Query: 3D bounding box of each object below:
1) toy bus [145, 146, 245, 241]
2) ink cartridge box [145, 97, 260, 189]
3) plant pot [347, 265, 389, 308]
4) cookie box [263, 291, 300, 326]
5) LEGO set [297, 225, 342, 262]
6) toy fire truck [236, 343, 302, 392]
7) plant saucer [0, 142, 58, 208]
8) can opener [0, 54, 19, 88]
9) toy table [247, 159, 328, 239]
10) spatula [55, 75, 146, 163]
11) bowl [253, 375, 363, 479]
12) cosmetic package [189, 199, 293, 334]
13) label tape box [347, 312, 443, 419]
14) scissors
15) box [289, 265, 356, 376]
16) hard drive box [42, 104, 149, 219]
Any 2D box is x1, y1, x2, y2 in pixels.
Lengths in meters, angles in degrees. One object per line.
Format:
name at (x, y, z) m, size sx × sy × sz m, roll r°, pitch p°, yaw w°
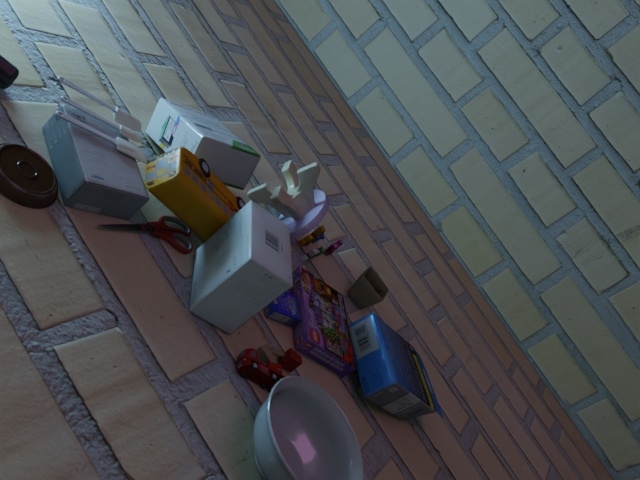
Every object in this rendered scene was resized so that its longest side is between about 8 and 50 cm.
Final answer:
toy bus at (-0.301, -0.101, 1.696) m, size 0.333 × 0.108 × 0.130 m, roll 49°, pitch 26°, yaw -49°
ink cartridge box at (-0.330, -0.270, 1.851) m, size 0.201 × 0.117 × 0.278 m, roll 13°, pitch 21°, yaw -45°
plant pot at (0.157, 0.170, 2.274) m, size 0.109 × 0.096 × 0.109 m, roll 51°, pitch 24°, yaw -1°
cookie box at (-0.112, 0.180, 1.844) m, size 0.107 × 0.040 × 0.092 m, roll 28°, pitch 34°, yaw -44°
LEGO set at (0.000, 0.000, 2.234) m, size 0.087 × 0.093 × 0.227 m, roll 56°, pitch 24°, yaw 8°
toy fire truck at (-0.125, 0.303, 1.641) m, size 0.192 × 0.047 × 0.135 m, roll 36°, pitch 28°, yaw -30°
plant saucer at (-0.621, -0.143, 1.396) m, size 0.168 × 0.029 × 0.168 m, roll 41°, pitch 25°, yaw -24°
can opener at (-0.800, -0.428, 1.445) m, size 0.280 × 0.074 × 0.093 m, roll 36°, pitch 62°, yaw -29°
toy table at (-0.088, -0.137, 2.126) m, size 0.161 × 0.252 × 0.274 m, roll 60°, pitch 10°, yaw -25°
spatula at (-0.520, -0.288, 1.580) m, size 0.242 × 0.019 × 0.168 m, roll 27°, pitch 39°, yaw -44°
bowl at (-0.050, 0.458, 1.453) m, size 0.298 × 0.134 × 0.298 m, roll 41°, pitch 25°, yaw -24°
cosmetic package at (-0.195, 0.065, 1.628) m, size 0.138 × 0.224 × 0.224 m, roll 35°, pitch 29°, yaw -29°
label tape box at (0.230, 0.409, 2.047) m, size 0.347 × 0.115 × 0.249 m, roll 44°, pitch 22°, yaw -45°
scissors at (-0.423, -0.036, 1.619) m, size 0.297 × 0.021 × 0.109 m, roll 20°, pitch 42°, yaw -49°
box at (0.002, 0.234, 1.953) m, size 0.201 × 0.057 × 0.293 m, roll 35°, pitch 29°, yaw -33°
hard drive box at (-0.522, -0.179, 1.547) m, size 0.181 × 0.089 × 0.232 m, roll 16°, pitch 41°, yaw -53°
